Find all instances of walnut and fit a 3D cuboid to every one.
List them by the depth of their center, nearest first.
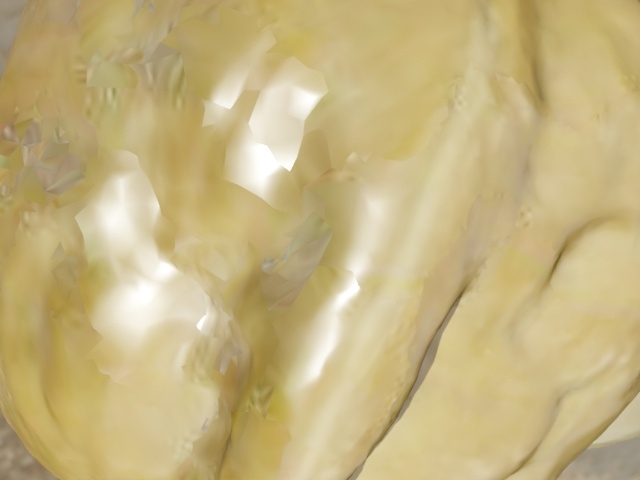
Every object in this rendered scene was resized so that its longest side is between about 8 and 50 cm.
[{"bbox_3d":[-0.002,-0.015,0.949,0.384,0.383,0.383,-23,151,-14],"label":"walnut"}]

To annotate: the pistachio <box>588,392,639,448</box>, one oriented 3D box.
[{"bbox_3d":[0.126,0.068,1.215,0.226,0.135,0.136,3,153,10],"label":"pistachio"}]
